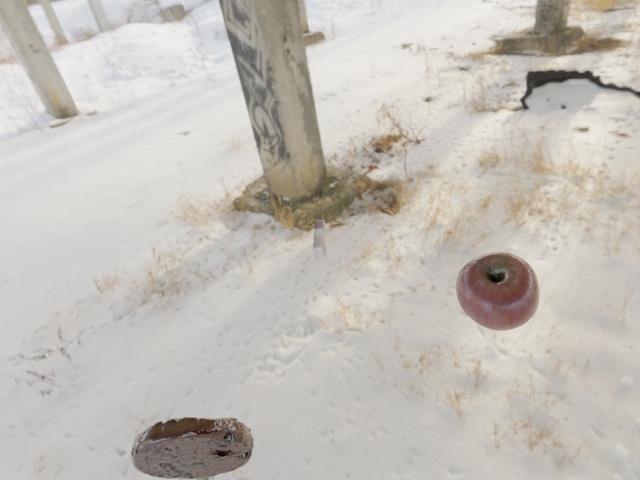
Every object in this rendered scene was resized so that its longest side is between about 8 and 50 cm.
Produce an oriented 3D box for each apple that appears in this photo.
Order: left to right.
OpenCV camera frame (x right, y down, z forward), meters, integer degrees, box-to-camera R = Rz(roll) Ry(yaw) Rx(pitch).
[{"bbox_3d":[0.344,0.102,0.809,0.153,0.120,0.154,-14,42,13],"label":"apple"}]

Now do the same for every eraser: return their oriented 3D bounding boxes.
[{"bbox_3d":[0.000,0.000,1.134,0.026,0.065,0.105,-5,56,12],"label":"eraser"}]

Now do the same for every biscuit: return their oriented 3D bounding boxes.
[{"bbox_3d":[-0.200,0.331,0.661,0.191,0.192,0.049,-12,41,-1],"label":"biscuit"}]

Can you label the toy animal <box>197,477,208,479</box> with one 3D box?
[{"bbox_3d":[-0.325,0.737,1.140,0.160,0.197,0.273,19,72,46],"label":"toy animal"}]
